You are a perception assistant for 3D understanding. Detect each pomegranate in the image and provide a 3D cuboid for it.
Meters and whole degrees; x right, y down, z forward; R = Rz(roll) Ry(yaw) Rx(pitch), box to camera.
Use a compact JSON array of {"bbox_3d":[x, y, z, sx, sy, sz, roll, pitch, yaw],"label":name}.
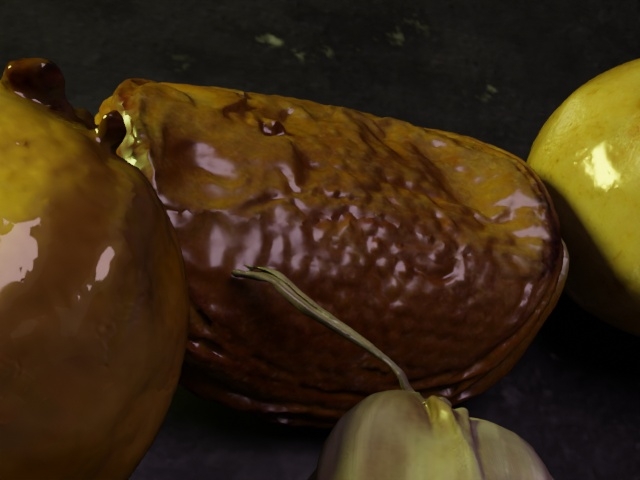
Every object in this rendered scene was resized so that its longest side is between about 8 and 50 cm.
[{"bbox_3d":[0.215,-0.026,1.142,0.196,0.196,0.196,15,46,-16],"label":"pomegranate"}]

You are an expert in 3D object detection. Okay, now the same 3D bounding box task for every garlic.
[{"bbox_3d":[0.021,0.121,0.878,0.207,0.207,0.257,-18,85,-38],"label":"garlic"}]

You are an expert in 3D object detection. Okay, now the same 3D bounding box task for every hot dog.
[{"bbox_3d":[0.000,0.000,1.057,0.272,0.122,0.196,7,50,-28],"label":"hot dog"}]

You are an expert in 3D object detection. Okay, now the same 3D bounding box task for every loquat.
[{"bbox_3d":[-0.173,0.034,0.878,0.238,0.193,0.238,-3,71,9],"label":"loquat"}]
